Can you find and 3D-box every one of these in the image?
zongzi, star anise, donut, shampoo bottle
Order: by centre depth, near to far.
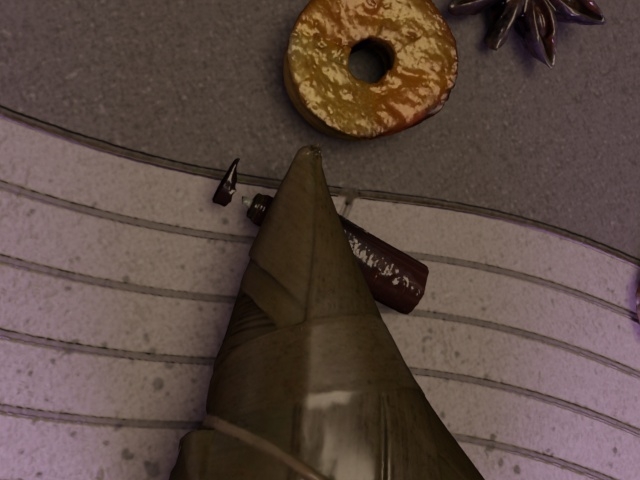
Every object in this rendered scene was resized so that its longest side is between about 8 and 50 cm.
[{"bbox_3d":[0.126,0.204,0.711,0.500,0.218,0.467,22,82,-14],"label":"zongzi"},{"bbox_3d":[0.001,-0.001,0.787,0.236,0.067,0.068,27,82,-15],"label":"shampoo bottle"},{"bbox_3d":[0.047,-0.188,0.826,0.190,0.074,0.174,-43,99,-15],"label":"donut"},{"bbox_3d":[0.257,-0.318,0.913,0.262,0.081,0.230,-20,90,-10],"label":"star anise"}]

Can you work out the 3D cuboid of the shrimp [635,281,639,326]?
[{"bbox_3d":[0.535,0.109,0.973,0.317,0.077,0.168,20,87,-12],"label":"shrimp"}]
